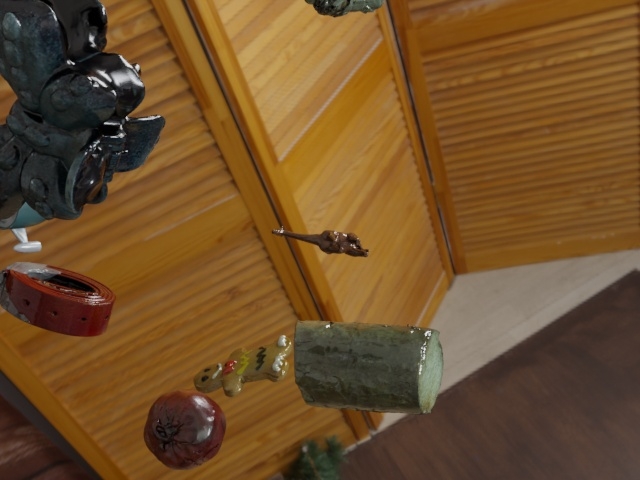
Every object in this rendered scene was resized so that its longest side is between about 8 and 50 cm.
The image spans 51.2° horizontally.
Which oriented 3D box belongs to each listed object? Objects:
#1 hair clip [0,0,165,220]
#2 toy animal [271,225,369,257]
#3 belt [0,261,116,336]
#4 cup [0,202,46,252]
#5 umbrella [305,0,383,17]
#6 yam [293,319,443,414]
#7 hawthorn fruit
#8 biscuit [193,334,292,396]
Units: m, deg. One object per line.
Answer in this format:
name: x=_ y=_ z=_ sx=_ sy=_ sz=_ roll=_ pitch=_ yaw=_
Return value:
hair clip: x=-0.332 y=-0.151 z=0.852 sx=0.206 sy=0.310 sz=0.194 roll=34 pitch=33 yaw=4
toy animal: x=0.000 y=0.000 z=1.794 sx=0.224 sy=0.066 sz=0.230 roll=5 pitch=8 yaw=-23
belt: x=-0.753 y=0.163 z=1.903 sx=0.324 sy=0.115 sz=0.227 roll=20 pitch=10 yaw=-3
cup: x=-0.838 y=-0.114 z=1.907 sx=0.168 sy=0.299 sz=0.173 roll=-5 pitch=3 yaw=30
umbrella: x=0.039 y=-0.401 z=1.095 sx=0.144 sy=0.067 sz=0.062 roll=-7 pitch=13 yaw=-24
yam: x=0.077 y=0.226 z=1.192 sx=0.268 sy=0.161 sz=0.161 roll=1 pitch=42 yaw=17
hawthorn fruit: x=-0.239 y=0.345 z=1.229 sx=0.148 sy=0.172 sz=0.148 roll=-3 pitch=80 yaw=20
biscuit: x=-0.180 y=0.289 z=1.519 sx=0.241 sy=0.035 sz=0.158 roll=-17 pitch=24 yaw=8
